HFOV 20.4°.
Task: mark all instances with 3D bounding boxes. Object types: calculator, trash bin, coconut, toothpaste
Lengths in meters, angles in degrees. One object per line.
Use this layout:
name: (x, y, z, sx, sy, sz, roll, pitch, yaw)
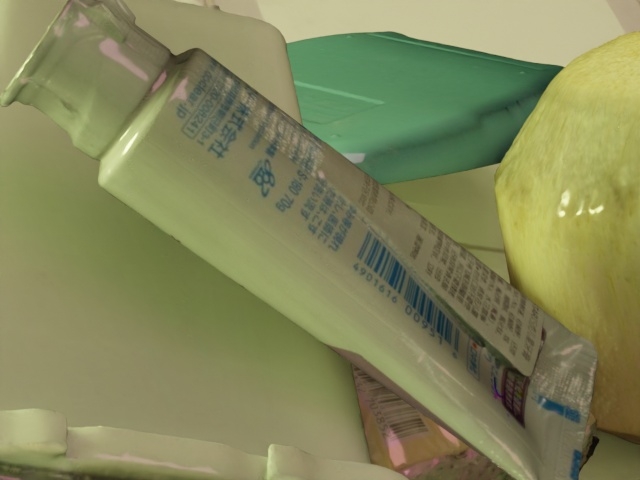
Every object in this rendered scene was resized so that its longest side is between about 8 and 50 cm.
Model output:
calculator: (0.032, -0.098, 1.315, 0.256, 0.054, 0.386, 16, 23, 33)
trash bin: (-0.091, 0.063, 0.879, 0.296, 0.256, 0.368, 10, 49, -17)
coconut: (0.273, 0.020, 1.193, 0.328, 0.329, 0.329, 16, 35, -11)
toothpaste: (0.000, 0.000, 0.781, 0.299, 0.073, 0.114, 36, 35, -11)

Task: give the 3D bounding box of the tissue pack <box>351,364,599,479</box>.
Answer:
tissue pack: (0.015, 0.072, 1.096, 0.215, 0.123, 0.257, -9, 46, -41)
